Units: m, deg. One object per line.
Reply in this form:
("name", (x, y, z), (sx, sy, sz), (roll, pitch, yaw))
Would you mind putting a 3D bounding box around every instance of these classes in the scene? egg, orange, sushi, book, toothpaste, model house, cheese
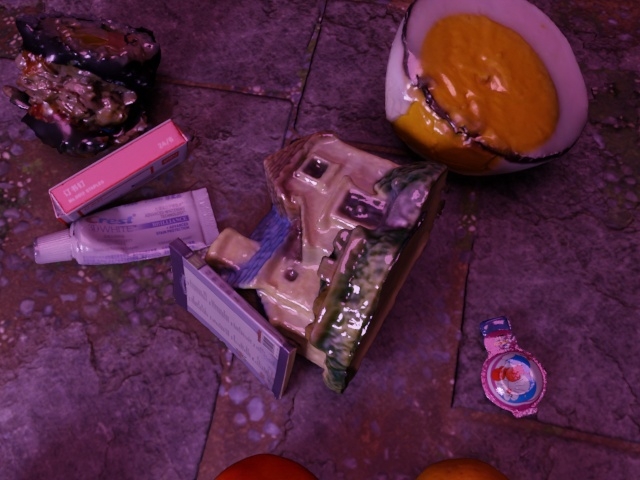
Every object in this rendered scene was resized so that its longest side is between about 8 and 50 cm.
("egg", (0.238, -0.238, 1.059), (0.337, 0.201, 0.337), (7, 73, -22))
("orange", (0.177, 0.351, 0.812), (0.159, 0.136, 0.159), (-7, 58, 11))
("sushi", (-0.390, -0.258, 1.100), (0.225, 0.218, 0.238), (-6, 28, -39))
("book", (-0.126, 0.111, 0.925), (0.231, 0.157, 0.026), (40, 58, 18))
("toothpaste", (-0.308, -0.011, 1.045), (0.282, 0.068, 0.099), (-13, 92, -12))
("model house", (0.000, 0.000, 0.922), (0.266, 0.261, 0.321), (25, 62, 15))
("cheese", (0.272, 0.180, 0.946), (0.095, 0.038, 0.145), (-13, 66, -5))

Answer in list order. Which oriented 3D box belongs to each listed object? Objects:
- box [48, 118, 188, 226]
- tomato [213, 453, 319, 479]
("box", (-0.321, -0.105, 1.051), (0.229, 0.123, 0.050), (-34, 91, -14))
("tomato", (-0.059, 0.359, 0.797), (0.195, 0.136, 0.195), (22, 27, -12))
